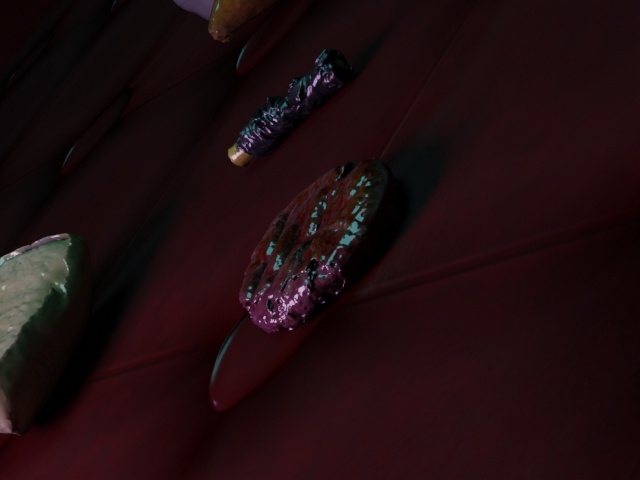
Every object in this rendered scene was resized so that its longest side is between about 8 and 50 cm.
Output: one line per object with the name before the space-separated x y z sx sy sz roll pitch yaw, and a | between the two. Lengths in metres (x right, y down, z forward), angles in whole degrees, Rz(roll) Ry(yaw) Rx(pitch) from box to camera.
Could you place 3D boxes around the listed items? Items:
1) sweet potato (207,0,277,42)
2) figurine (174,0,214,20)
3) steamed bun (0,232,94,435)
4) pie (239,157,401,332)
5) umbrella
sweet potato | -0.039 -0.353 1.948 0.336 0.131 0.131 -54 17 -19
figurine | -0.114 -0.352 2.116 0.176 0.133 0.236 -49 12 36
steamed bun | -0.297 0.110 1.623 0.212 0.110 0.231 -15 31 32
pie | 0.000 0.000 1.242 0.154 0.036 0.154 -43 19 19
umbrella | -0.030 -0.112 1.549 0.144 0.040 0.037 -40 31 31
